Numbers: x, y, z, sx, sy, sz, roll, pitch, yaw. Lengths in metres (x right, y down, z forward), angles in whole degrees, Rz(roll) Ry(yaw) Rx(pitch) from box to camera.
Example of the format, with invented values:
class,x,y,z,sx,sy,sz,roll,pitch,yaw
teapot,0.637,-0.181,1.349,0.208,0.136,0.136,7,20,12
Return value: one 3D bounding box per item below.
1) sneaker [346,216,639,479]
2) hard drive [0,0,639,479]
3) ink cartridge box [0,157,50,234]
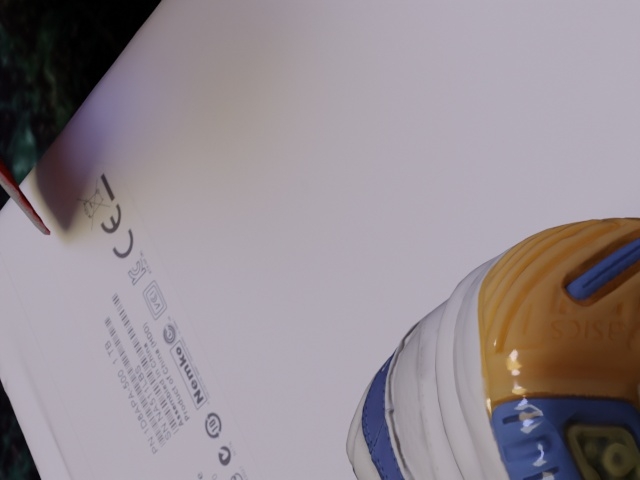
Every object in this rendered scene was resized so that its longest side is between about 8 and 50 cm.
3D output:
class,x,y,z,sx,sy,sz,roll,pitch,yaw
sneaker,0.104,0.141,0.407,0.131,0.112,0.296,-37,73,61
hard drive,0.000,0.000,0.548,0.319,0.040,0.210,-46,60,36
ink cartridge box,-0.180,-0.226,0.559,0.091,0.308,0.385,-30,65,-4
